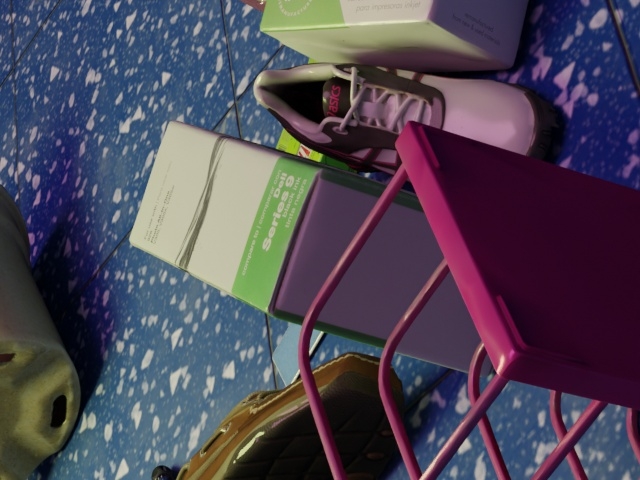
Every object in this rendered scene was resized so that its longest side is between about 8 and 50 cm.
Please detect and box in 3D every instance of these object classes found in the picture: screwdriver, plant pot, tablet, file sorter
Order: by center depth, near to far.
[{"bbox_3d":[0.157,0.090,1.108,0.182,0.290,0.202,-57,33,30],"label":"file sorter"},{"bbox_3d":[-0.017,0.090,1.679,0.083,0.006,0.054,-61,32,22],"label":"tablet"},{"bbox_3d":[-0.150,0.233,1.749,0.024,0.025,0.170,-52,3,-5],"label":"screwdriver"},{"bbox_3d":[-0.431,0.120,2.089,0.305,0.334,0.334,45,115,45],"label":"plant pot"}]

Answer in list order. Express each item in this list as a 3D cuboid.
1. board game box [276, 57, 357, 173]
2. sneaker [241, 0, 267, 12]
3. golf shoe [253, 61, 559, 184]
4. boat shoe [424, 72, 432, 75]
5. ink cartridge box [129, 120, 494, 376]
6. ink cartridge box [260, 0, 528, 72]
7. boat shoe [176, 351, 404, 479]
[{"bbox_3d":[0.019,-0.136,1.698,0.092,0.043,0.181,31,103,59],"label":"board game box"},{"bbox_3d":[-0.012,-0.304,1.797,0.236,0.095,0.104,-15,55,57],"label":"sneaker"},{"bbox_3d":[0.065,-0.092,1.494,0.273,0.120,0.105,10,87,43],"label":"golf shoe"},{"bbox_3d":[0.079,-0.153,1.613,0.046,0.038,0.125,-14,63,37],"label":"boat shoe"},{"bbox_3d":[0.000,0.000,1.489,0.289,0.211,0.121,22,95,60],"label":"ink cartridge box"},{"bbox_3d":[0.092,-0.327,1.556,0.207,0.119,0.353,3,75,46],"label":"ink cartridge box"},{"bbox_3d":[-0.047,0.184,1.570,0.324,0.122,0.120,-46,34,38],"label":"boat shoe"}]
